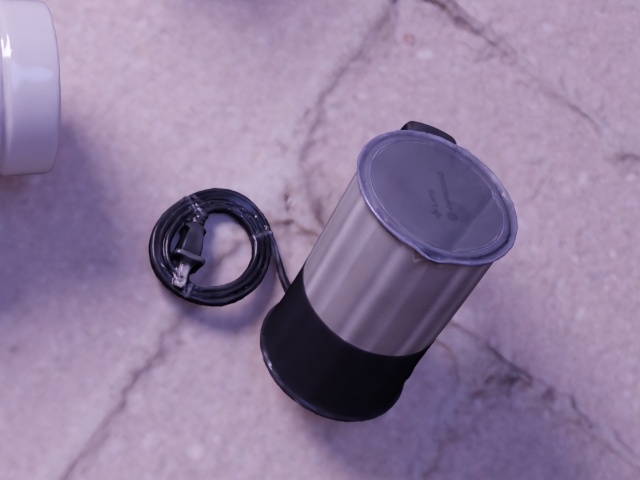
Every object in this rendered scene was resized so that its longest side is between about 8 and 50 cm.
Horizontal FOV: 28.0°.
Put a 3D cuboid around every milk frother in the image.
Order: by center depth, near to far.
[{"bbox_3d":[0.000,0.000,0.643,0.143,0.134,0.129,9,46,-22],"label":"milk frother"}]

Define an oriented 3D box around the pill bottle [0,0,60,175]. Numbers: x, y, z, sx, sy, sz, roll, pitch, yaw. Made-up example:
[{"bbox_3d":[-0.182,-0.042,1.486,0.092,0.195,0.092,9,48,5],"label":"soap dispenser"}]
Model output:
[{"bbox_3d":[-0.219,-0.069,0.586,0.187,0.112,0.112,-3,81,-22],"label":"pill bottle"}]
